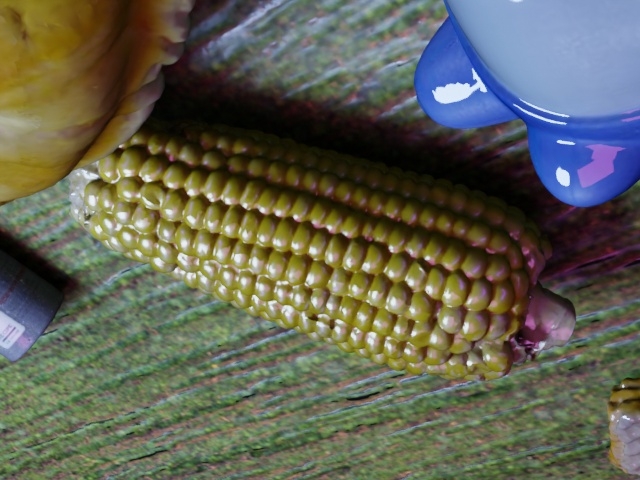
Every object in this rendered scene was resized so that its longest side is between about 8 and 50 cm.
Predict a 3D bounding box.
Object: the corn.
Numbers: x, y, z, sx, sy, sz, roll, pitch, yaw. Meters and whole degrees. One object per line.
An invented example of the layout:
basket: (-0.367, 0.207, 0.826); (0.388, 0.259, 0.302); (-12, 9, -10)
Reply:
corn: (0.000, 0.000, 0.644); (0.346, 0.130, 0.130); (19, 135, 2)

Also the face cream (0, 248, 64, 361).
face cream: (-0.343, -0.007, 0.787); (0.283, 0.073, 0.073); (39, 132, -19)

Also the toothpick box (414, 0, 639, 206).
toothpick box: (0.181, -0.154, 0.347); (0.354, 0.263, 0.263); (-14, 127, 31)

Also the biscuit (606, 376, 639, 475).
biscuit: (0.404, 0.144, 0.699); (0.378, 0.054, 0.094); (0, 133, 18)

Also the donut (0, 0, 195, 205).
donut: (-0.276, -0.193, 0.503); (0.448, 0.198, 0.449); (12, 137, 11)
